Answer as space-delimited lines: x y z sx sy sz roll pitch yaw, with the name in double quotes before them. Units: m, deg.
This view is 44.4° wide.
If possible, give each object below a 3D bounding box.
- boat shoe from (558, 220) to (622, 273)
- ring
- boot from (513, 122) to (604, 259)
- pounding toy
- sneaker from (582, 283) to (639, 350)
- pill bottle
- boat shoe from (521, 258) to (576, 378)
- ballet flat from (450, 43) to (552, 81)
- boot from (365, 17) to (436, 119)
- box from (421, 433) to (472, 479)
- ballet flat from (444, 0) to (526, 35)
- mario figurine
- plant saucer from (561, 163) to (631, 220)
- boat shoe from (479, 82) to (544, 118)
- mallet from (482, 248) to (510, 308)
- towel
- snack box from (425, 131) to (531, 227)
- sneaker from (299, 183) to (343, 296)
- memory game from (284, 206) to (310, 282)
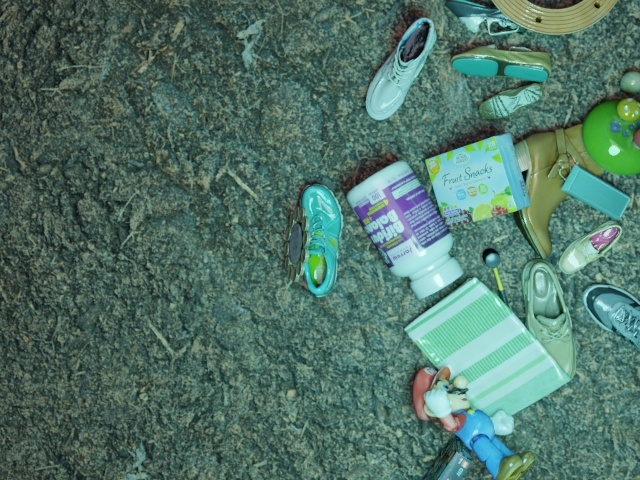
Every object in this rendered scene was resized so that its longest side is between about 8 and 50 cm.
"boat shoe" 0.629 0.015 1.825 0.170 0.059 0.063 -43 87 8
"ring" 0.527 -0.629 1.786 0.337 0.032 0.336 0 85 -1
"boot" 0.550 -0.117 1.819 0.220 0.109 0.283 -20 87 2
"pounding toy" 0.702 -0.266 1.736 0.183 0.110 0.237 38 75 6
"sneaker" 0.722 0.197 1.776 0.268 0.153 0.101 38 98 4
"pill bottle" 0.203 -0.022 1.830 0.169 0.169 0.301 -32 88 9
"boat shoe" 0.533 0.194 1.831 0.109 0.098 0.302 -10 92 9
"ballet flat" 0.423 -0.420 1.832 0.232 0.080 0.073 10 67 5
"boot" 0.183 -0.404 1.831 0.095 0.123 0.258 30 97 5
"box" 0.276 0.581 1.862 0.044 0.159 0.233 33 97 5
"ballet flat" 0.386 -0.515 1.824 0.203 0.074 0.074 10 95 5
"mario figurine" 0.347 0.394 1.783 0.170 0.198 0.320 -39 60 -17
"plant saucer" 0.634 -0.107 1.788 0.192 0.018 0.067 23 98 -28
"boat shoe" 0.448 -0.329 1.843 0.153 0.048 0.056 -23 102 16
"mallet" 0.428 0.111 1.859 0.039 0.062 0.189 -18 91 8
"towel" 0.385 0.268 1.854 0.248 0.038 0.325 -41 87 27
"snack box" 0.358 -0.135 1.797 0.207 0.070 0.174 -14 93 47
"sneaker" 0.000 0.000 1.890 0.107 0.110 0.275 -3 93 8
"memory game" -0.056 0.009 1.872 0.012 0.186 0.186 5 95 -18
